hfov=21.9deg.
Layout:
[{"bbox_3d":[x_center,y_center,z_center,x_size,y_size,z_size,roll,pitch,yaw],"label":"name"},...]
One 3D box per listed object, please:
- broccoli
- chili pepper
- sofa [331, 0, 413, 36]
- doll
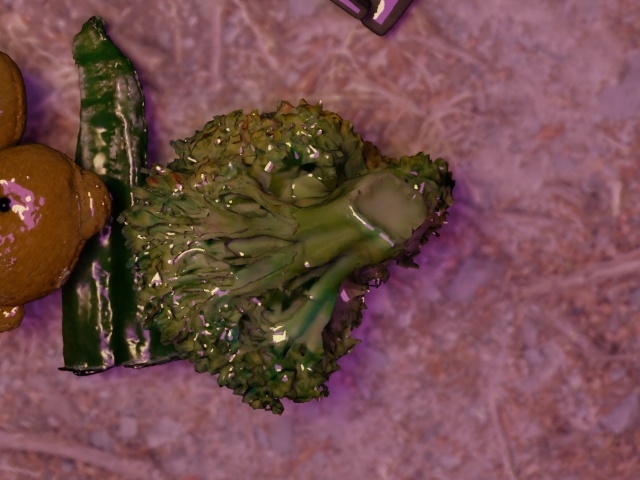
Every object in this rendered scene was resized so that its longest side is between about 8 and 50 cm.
[{"bbox_3d":[0.000,0.000,0.993,0.219,0.194,0.194,-23,101,-32],"label":"broccoli"},{"bbox_3d":[-0.137,-0.030,1.056,0.088,0.059,0.227,-4,94,20],"label":"chili pepper"},{"bbox_3d":[0.050,-0.208,1.032,0.085,0.060,0.147,36,95,-8],"label":"sofa"},{"bbox_3d":[-0.228,-0.051,1.013,0.209,0.097,0.137,48,114,7],"label":"doll"}]
